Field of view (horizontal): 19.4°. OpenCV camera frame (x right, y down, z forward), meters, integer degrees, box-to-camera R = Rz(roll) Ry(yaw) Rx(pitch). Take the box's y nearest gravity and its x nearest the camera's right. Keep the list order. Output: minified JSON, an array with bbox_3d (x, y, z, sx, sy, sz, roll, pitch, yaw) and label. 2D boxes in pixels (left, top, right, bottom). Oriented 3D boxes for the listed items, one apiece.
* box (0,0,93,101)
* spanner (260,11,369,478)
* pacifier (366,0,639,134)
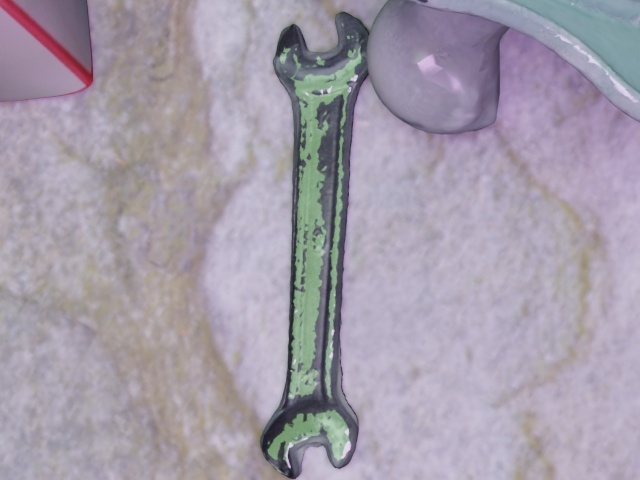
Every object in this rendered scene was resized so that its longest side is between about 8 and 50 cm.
[{"bbox_3d":[-0.333,-0.256,1.142,0.300,0.312,0.314,-9,77,9],"label":"box"},{"bbox_3d":[0.000,0.000,1.191,0.071,0.017,0.302,-1,79,9],"label":"spanner"},{"bbox_3d":[0.116,-0.170,1.100,0.343,0.269,0.288,30,49,-12],"label":"pacifier"}]
